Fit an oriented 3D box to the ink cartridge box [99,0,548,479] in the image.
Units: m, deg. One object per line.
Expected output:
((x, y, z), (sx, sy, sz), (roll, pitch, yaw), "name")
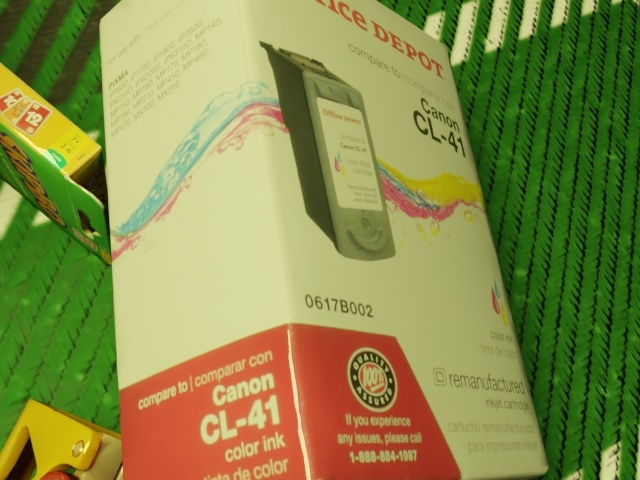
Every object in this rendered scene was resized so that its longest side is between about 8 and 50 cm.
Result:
((0.000, 0.000, 0.469), (0.226, 0.131, 0.306), (15, 60, -47), "ink cartridge box")

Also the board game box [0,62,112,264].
((-0.224, -0.090, 0.498), (0.259, 0.124, 0.039), (42, 68, 4), "board game box")

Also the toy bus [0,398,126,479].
((-0.148, 0.186, 0.409), (0.202, 0.104, 0.191), (-21, 110, -42), "toy bus")
